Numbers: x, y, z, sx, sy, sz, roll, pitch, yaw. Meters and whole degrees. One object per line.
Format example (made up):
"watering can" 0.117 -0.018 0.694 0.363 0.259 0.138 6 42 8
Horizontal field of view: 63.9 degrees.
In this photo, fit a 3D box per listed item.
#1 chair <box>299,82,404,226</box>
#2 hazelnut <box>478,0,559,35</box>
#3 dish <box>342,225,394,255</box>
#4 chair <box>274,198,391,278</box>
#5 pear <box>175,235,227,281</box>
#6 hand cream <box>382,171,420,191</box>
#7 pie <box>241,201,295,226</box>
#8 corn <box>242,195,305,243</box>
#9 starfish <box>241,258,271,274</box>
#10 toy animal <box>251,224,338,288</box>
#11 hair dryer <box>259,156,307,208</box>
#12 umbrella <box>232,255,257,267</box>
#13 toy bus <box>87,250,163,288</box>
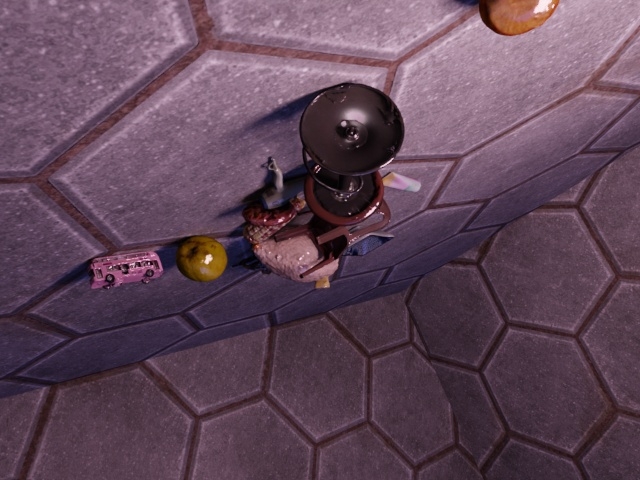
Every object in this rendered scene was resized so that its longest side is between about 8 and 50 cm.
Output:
"chair" 0.066 -0.176 1.262 0.227 0.226 0.401 -20 163 -6
"hazelnut" 0.368 -0.463 0.957 0.150 0.150 0.150 -20 163 -7
"dish" 0.175 -0.008 2.154 0.182 0.080 0.243 -31 163 29
"chair" 0.048 -0.042 1.639 0.327 0.175 0.183 -21 158 -37
"pear" -0.363 0.055 1.569 0.149 0.148 0.162 -26 162 11
"hand cream" 0.273 -0.201 1.766 0.174 0.047 0.076 7 149 -42
"pie" -0.148 -0.081 1.473 0.155 0.154 0.036 -16 122 -20
"corn" -0.144 -0.067 1.600 0.237 0.079 0.079 -34 160 23
"starfish" -0.187 0.080 1.900 0.190 0.074 0.146 8 136 -25
"toy animal" -0.070 0.045 1.764 0.359 0.226 0.188 1 113 -41
"hair dryer" -0.084 -0.177 1.407 0.167 0.067 0.199 -23 151 -29
"umbrella" -0.214 0.051 1.948 0.269 0.044 0.044 -15 -170 8
"toy bus" -0.568 0.086 1.498 0.203 0.090 0.063 -10 158 -38
